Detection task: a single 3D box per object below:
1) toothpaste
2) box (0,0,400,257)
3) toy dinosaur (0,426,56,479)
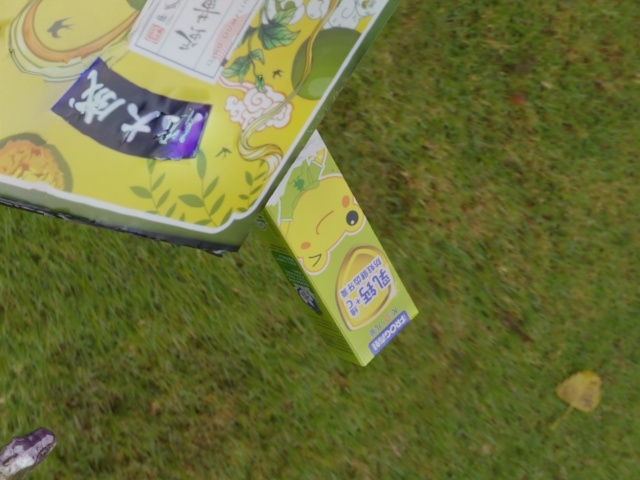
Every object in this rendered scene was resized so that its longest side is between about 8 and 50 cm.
[{"bbox_3d":[0.000,0.000,1.346,0.110,0.077,0.327,-42,119,-23],"label":"toothpaste"},{"bbox_3d":[-0.107,-0.210,0.769,0.373,0.138,0.420,15,114,-53],"label":"box"},{"bbox_3d":[-0.352,0.248,0.955,0.200,0.072,0.251,-47,157,25],"label":"toy dinosaur"}]
